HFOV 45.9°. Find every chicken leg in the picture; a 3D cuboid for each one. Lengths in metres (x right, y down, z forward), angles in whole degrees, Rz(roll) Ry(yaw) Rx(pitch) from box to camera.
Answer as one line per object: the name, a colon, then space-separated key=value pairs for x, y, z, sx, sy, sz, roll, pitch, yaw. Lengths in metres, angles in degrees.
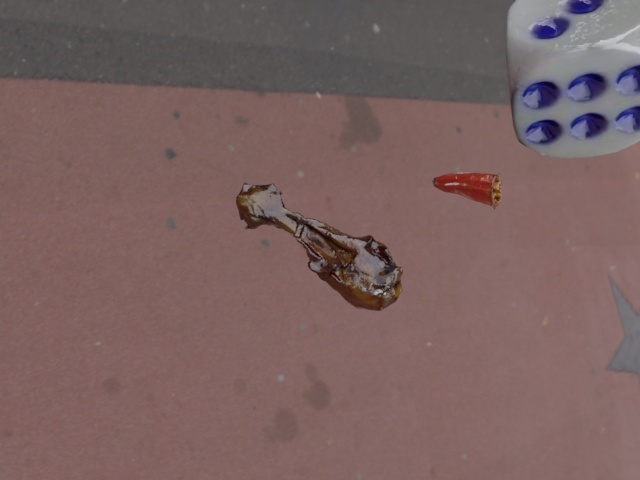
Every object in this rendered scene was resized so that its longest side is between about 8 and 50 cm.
chicken leg: x=0.000 y=0.000 z=1.196 sx=0.304 sy=0.113 sz=0.093 roll=35 pitch=24 yaw=5

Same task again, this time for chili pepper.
chili pepper: x=0.336 y=-0.127 z=1.765 sx=0.065 sy=0.168 sz=0.088 roll=-51 pitch=139 yaw=-33

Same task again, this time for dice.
dice: x=0.460 y=-0.307 z=1.303 sx=0.243 sy=0.259 sz=0.251 roll=64 pitch=30 yaw=-42
